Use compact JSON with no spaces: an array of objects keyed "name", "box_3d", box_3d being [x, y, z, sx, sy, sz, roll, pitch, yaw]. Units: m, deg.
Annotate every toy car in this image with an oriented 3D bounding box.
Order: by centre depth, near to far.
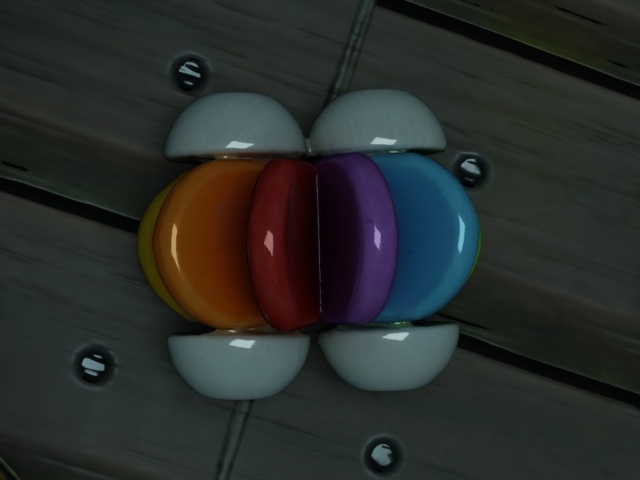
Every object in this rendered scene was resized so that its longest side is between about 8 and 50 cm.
[{"name":"toy car","box_3d":[0.000,0.000,0.792,0.182,0.136,0.159,-2,88,-10]}]

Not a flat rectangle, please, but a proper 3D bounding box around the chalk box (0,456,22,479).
[{"name":"chalk box","box_3d":[-0.201,0.163,0.729,0.132,0.132,0.213,-54,136,-2]}]
